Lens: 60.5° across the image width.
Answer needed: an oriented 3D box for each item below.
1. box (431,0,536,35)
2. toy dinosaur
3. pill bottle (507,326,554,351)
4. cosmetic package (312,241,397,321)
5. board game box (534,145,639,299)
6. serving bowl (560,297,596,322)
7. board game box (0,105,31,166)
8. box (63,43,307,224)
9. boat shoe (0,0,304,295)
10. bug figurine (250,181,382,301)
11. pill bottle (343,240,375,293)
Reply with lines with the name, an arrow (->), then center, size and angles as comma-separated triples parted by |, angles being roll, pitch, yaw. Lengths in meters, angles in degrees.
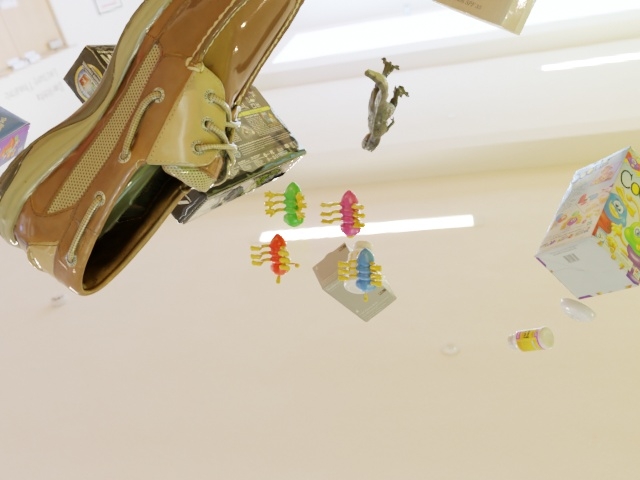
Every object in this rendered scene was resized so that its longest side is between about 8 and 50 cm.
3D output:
box -> 0.293, -0.486, 0.811 | 0.148, 0.311, 0.121 | 32, -154, 24
toy dinosaur -> 0.118, -0.265, 1.030 | 0.064, 0.268, 0.118 | 24, -108, 13
pill bottle -> 0.407, 0.194, 1.068 | 0.043, 0.043, 0.083 | -38, -173, -36
cosmetic package -> 0.100, 0.123, 1.576 | 0.127, 0.238, 0.107 | -40, -134, 13
board game box -> 0.586, -0.036, 1.131 | 0.275, 0.142, 0.144 | -52, -171, -29
serving bowl -> 0.603, 0.170, 1.295 | 0.083, 0.083, 0.027 | 23, -105, 44
board game box -> -0.718, -0.170, 0.945 | 0.233, 0.078, 0.347 | 31, -145, -9
box -> -0.154, -0.156, 0.720 | 0.060, 0.216, 0.270 | -39, -179, 30
boat shoe -> -0.122, -0.088, 0.457 | 0.120, 0.122, 0.324 | 44, -84, 16
bug figurine -> 0.000, 0.000, 1.063 | 0.279, 0.216, 0.072 | 10, -157, 23
pill bottle -> 0.093, 0.060, 1.275 | 0.065, 0.065, 0.116 | -1, -125, 18
